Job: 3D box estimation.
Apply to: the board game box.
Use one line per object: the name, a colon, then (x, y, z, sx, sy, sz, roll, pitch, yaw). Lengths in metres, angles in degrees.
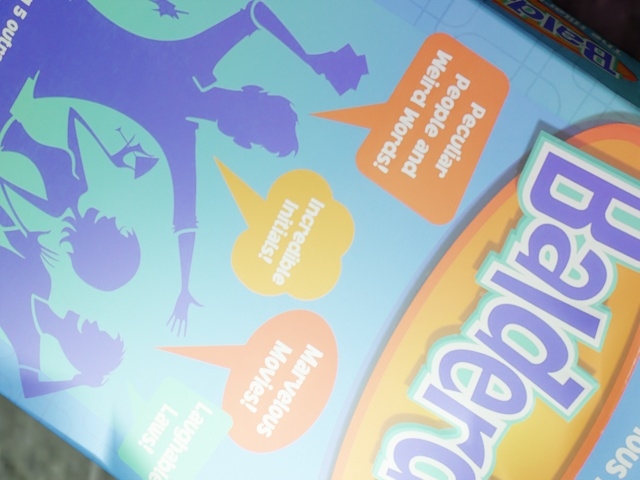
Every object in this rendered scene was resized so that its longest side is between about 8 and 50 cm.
board game box: (0.000, 0.000, 0.445, 0.210, 0.047, 0.160, 34, 113, 6)
